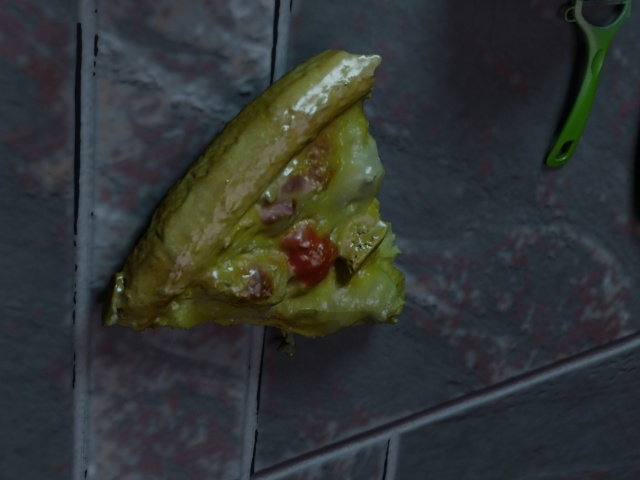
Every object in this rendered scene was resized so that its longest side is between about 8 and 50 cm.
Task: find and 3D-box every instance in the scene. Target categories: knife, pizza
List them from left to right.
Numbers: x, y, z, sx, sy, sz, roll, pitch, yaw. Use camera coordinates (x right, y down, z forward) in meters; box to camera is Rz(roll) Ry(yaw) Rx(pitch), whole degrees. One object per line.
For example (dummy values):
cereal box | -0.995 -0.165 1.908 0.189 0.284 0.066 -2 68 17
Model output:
pizza | 0.000 0.000 1.369 0.280 0.075 0.288 -53 137 4
knife | 0.222 -0.134 1.505 0.078 0.022 0.166 -6 120 -32
